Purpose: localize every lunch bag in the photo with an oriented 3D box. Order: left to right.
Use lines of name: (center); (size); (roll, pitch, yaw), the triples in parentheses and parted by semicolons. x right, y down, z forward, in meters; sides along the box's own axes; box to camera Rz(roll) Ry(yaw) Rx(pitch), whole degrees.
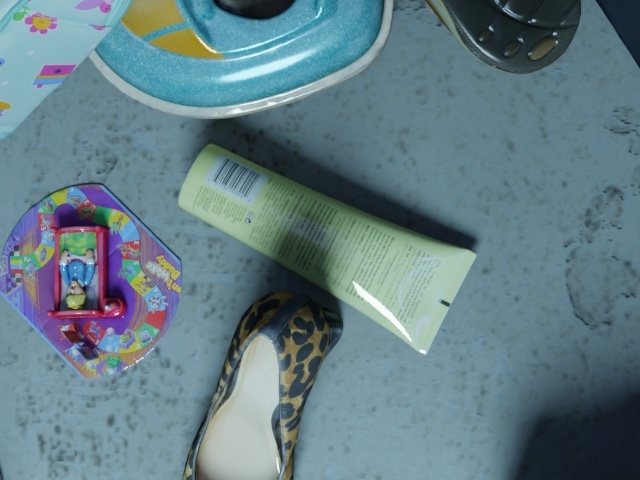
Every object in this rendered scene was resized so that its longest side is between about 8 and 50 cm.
lunch bag: (-0.271, -0.225, 1.000); (0.279, 0.107, 0.224); (-37, 65, 35)

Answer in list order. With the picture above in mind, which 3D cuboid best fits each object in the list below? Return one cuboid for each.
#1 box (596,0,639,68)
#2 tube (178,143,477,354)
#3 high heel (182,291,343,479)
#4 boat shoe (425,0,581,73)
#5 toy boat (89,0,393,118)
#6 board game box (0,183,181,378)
box: (0.348, -0.393, 0.826); (0.479, 0.297, 0.472); (-33, 93, 6)
tube: (0.000, 0.000, 1.013); (0.240, 0.062, 0.070); (26, 133, 7)
high heel: (-0.068, 0.158, 0.937); (0.093, 0.186, 0.261); (26, 89, 12)
boat shoe: (0.077, -0.269, 0.958); (0.122, 0.120, 0.324); (-32, 99, 1)
toy boat: (-0.089, -0.260, 1.007); (0.267, 0.148, 0.318); (-14, 82, 9)
board game box: (-0.202, 0.031, 1.055); (0.168, 0.033, 0.133); (44, 93, 11)
